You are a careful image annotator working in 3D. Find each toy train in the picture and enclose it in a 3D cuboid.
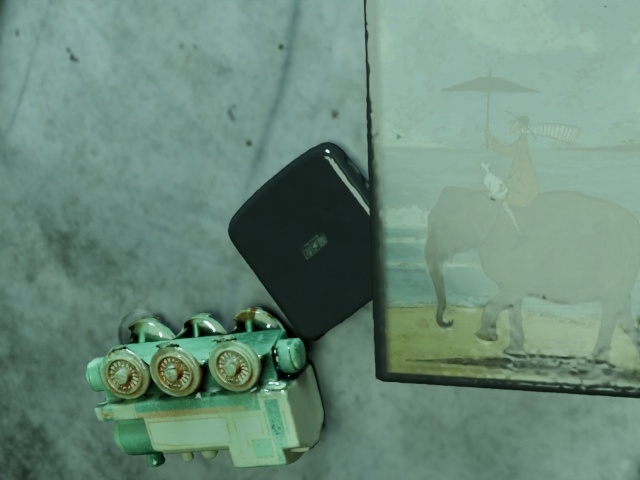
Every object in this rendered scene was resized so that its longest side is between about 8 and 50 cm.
[{"bbox_3d":[-0.096,0.126,1.351,0.194,0.081,0.125,-8,105,25],"label":"toy train"}]

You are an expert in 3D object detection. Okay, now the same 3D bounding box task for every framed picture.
[{"bbox_3d":[0.160,-0.054,1.203,0.265,0.016,0.347,3,105,17],"label":"framed picture"}]

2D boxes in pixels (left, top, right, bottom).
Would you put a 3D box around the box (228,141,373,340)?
[{"bbox_3d":[0.000,0.000,1.303,0.126,0.027,0.125,-40,83,29],"label":"box"}]
